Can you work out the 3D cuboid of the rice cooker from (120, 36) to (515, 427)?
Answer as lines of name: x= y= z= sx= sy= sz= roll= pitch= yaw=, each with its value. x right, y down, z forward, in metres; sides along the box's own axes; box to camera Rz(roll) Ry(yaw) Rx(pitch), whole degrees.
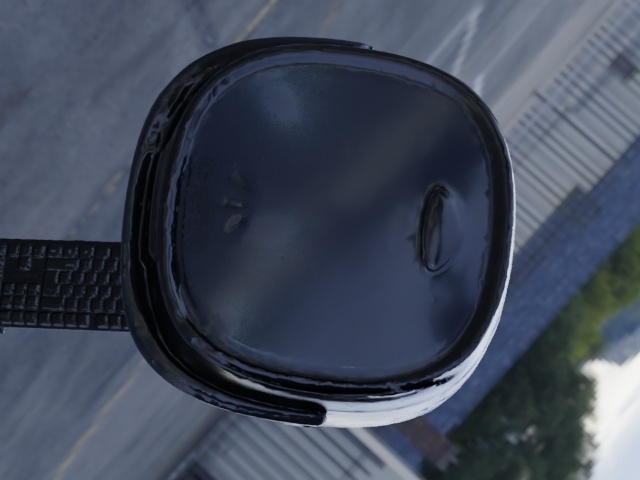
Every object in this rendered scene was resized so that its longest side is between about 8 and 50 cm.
rice cooker: x=0.000 y=0.000 z=0.946 sx=0.267 sy=0.267 sz=0.224 roll=-48 pitch=178 yaw=-7

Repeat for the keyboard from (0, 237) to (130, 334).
keyboard: x=-0.230 y=0.050 z=1.464 sx=0.018 sy=0.309 sz=0.101 roll=51 pitch=42 yaw=-73
